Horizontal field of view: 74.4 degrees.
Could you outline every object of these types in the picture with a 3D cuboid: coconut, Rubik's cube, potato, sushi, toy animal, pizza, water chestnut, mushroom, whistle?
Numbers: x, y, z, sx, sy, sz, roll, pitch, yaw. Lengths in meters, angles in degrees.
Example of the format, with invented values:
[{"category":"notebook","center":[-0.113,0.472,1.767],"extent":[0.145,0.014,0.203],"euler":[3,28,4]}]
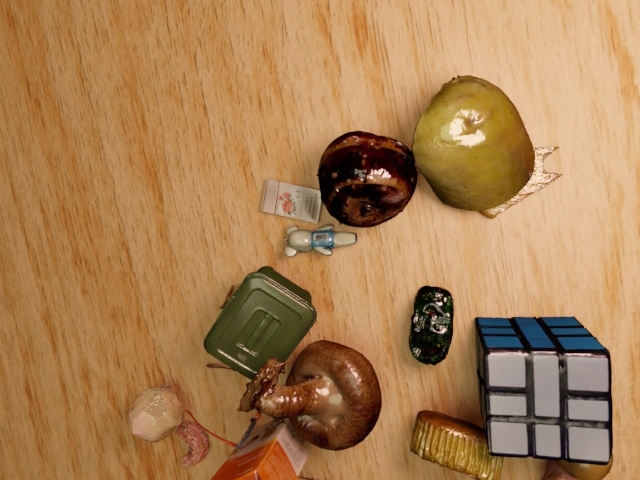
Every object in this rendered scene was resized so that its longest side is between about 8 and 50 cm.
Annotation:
[{"category":"coconut","center":[-0.598,0.634,1.529],"extent":[0.195,0.194,0.194],"euler":[2,97,16]},{"category":"Rubik's cube","center":[0.567,0.374,1.114],"extent":[0.284,0.288,0.293],"euler":[-6,97,15]},{"category":"potato","center":[0.393,-0.245,1.052],"extent":[0.213,0.280,0.330],"euler":[27,100,42]},{"category":"sushi","center":[0.330,0.250,1.246],"extent":[0.124,0.127,0.224],"euler":[8,97,15]},{"category":"toy animal","center":[0.709,0.633,1.169],"extent":[0.196,0.169,0.280],"euler":[3,94,-27]},{"category":"pizza","center":[0.536,-0.185,1.178],"extent":[0.262,0.034,0.181],"euler":[-27,89,20]},{"category":"water chestnut","center":[0.130,-0.187,1.188],"extent":[0.300,0.300,0.299],"euler":[2,97,16]},{"category":"mushroom","center":[0.006,0.459,1.258],"extent":[0.334,0.356,0.331],"euler":[37,92,26]},{"category":"whistle","center":[0.000,0.000,1.337],"extent":[0.236,0.077,0.113],"euler":[-2,64,10]}]

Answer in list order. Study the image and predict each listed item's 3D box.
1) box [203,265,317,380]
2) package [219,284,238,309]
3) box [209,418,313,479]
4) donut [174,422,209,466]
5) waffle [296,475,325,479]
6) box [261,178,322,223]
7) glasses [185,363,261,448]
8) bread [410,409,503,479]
[{"category":"box","center":[-0.187,0.256,1.350],"extent":[0.253,0.177,0.328],"euler":[34,103,-8]},{"category":"package","center":[-0.281,0.229,1.465],"extent":[0.121,0.031,0.108],"euler":[33,104,10]},{"category":"box","center":[-0.190,0.723,1.339],"extent":[0.225,0.341,0.143],"euler":[-31,87,17]},{"category":"donut","center":[-0.473,0.758,1.569],"extent":[0.117,0.065,0.165],"euler":[-20,93,18]},{"category":"waffle","center":[-0.109,0.899,1.323],"extent":[0.261,0.376,0.113],"euler":[6,99,17]},{"category":"box","center":[-0.091,-0.127,1.367],"extent":[0.199,0.029,0.109],"euler":[13,100,13]},{"category":"glasses","center":[-0.325,0.551,1.436],"extent":[0.269,0.118,0.234],"euler":[17,69,11]},{"category":"bread","center":[0.393,0.592,1.223],"extent":[0.254,0.227,0.142],"euler":[18,81,18]}]
